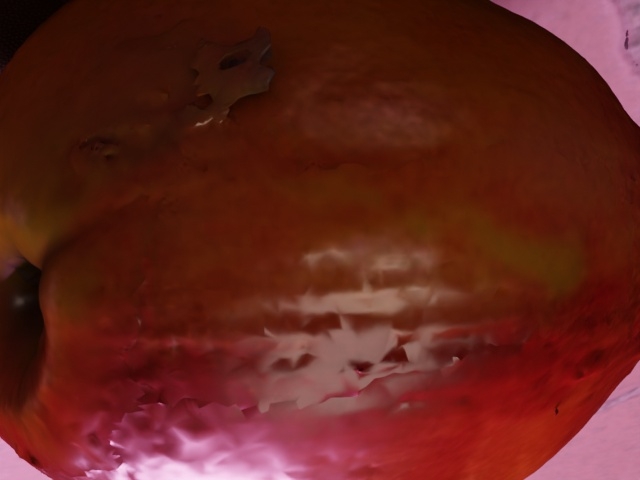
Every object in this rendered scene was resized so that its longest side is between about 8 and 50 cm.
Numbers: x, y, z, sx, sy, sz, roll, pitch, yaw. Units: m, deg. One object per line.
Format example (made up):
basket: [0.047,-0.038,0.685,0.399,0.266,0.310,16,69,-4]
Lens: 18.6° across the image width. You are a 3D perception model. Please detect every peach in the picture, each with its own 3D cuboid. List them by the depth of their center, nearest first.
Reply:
peach: [0.001,0.002,0.972,0.372,0.290,0.373,-20,152,-11]

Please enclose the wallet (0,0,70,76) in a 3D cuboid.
wallet: [-0.217,-0.083,0.964,0.198,0.031,0.110,-35,145,19]
